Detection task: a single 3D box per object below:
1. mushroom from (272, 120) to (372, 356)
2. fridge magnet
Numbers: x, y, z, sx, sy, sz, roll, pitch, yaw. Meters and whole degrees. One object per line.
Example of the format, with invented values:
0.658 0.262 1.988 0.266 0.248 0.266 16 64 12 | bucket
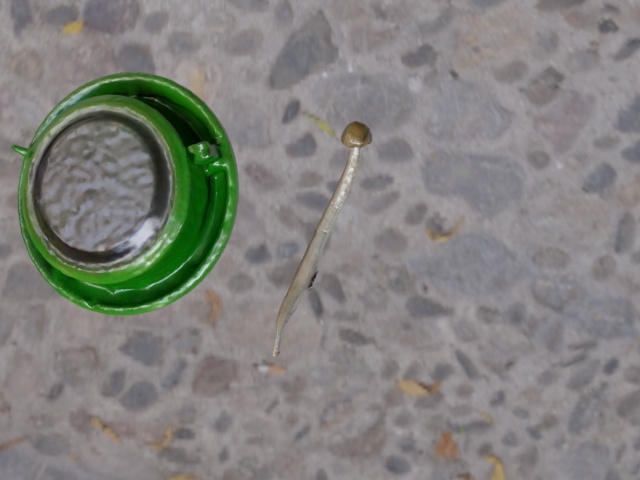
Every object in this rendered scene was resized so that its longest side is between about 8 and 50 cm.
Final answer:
-0.002 -0.001 1.517 0.043 0.068 0.306 17 82 27 | mushroom
-0.168 -0.040 1.046 0.208 0.088 0.208 -1 86 19 | fridge magnet
